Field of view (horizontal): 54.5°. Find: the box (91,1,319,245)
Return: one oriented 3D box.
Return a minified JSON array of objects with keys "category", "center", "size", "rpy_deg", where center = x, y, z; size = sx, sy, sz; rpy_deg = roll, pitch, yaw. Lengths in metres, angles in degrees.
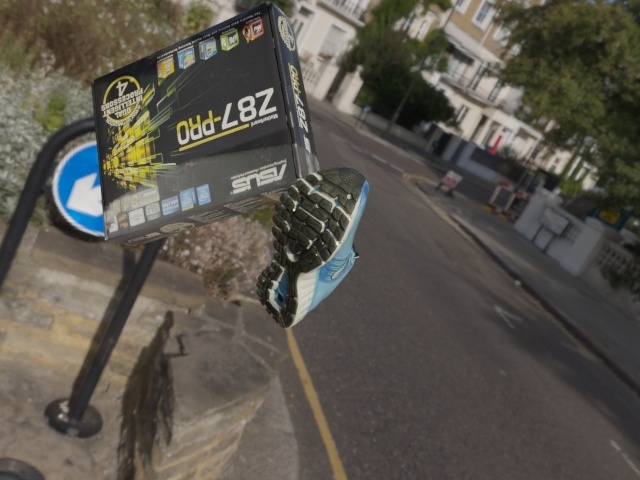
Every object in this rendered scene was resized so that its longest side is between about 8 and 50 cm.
[{"category":"box","center":[-0.211,-0.189,1.083],"size":[0.395,0.318,0.097],"rpy_deg":[-14,-12,22]}]

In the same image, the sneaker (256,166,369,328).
[{"category":"sneaker","center":[0.000,0.000,0.508],"size":[0.073,0.162,0.063],"rpy_deg":[-25,64,-41]}]
